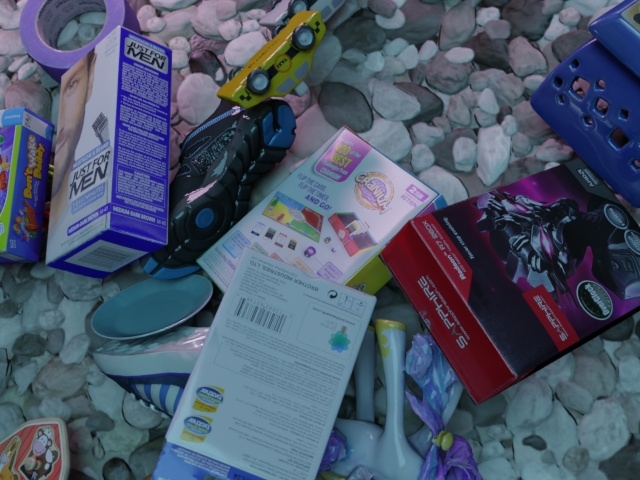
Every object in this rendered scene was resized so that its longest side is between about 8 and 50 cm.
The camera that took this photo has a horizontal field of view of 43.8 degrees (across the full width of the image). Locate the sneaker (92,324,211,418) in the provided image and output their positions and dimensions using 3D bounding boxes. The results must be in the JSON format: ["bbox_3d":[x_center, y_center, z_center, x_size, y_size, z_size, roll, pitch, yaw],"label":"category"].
[{"bbox_3d":[-0.185,0.249,1.148,0.322,0.130,0.236,-6,105,38],"label":"sneaker"}]

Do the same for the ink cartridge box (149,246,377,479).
[{"bbox_3d":[-0.066,0.182,0.985,0.185,0.065,0.311,22,66,-3],"label":"ink cartridge box"}]

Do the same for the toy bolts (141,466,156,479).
[{"bbox_3d":[-0.273,0.436,1.131,0.228,0.158,0.218,-8,114,-4],"label":"toy bolts"}]

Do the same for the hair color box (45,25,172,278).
[{"bbox_3d":[-0.323,-0.133,1.226,0.185,0.110,0.339,-24,59,40],"label":"hair color box"}]

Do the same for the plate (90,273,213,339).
[{"bbox_3d":[-0.249,0.104,1.195,0.188,0.188,0.024,-11,113,5],"label":"plate"}]

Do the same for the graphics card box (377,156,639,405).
[{"bbox_3d":[0.287,0.038,1.062,0.371,0.094,0.233,-18,67,-35],"label":"graphics card box"}]

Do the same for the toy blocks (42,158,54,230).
[{"bbox_3d":[-0.417,-0.063,1.307,0.148,0.054,0.123,22,79,13],"label":"toy blocks"}]

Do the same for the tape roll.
[{"bbox_3d":[-0.414,-0.364,1.379,0.189,0.080,0.189,-2,74,7],"label":"tape roll"}]

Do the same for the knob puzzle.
[{"bbox_3d":[-0.438,0.344,1.166,0.213,0.030,0.213,-16,57,26],"label":"knob puzzle"}]

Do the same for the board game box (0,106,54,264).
[{"bbox_3d":[-0.609,-0.075,1.291,0.347,0.078,0.233,-4,74,19],"label":"board game box"}]

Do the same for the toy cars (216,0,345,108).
[{"bbox_3d":[-0.031,-0.325,1.260,0.176,0.087,0.394,-20,35,36],"label":"toy cars"}]

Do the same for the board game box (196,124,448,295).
[{"bbox_3d":[0.000,0.000,1.175,0.316,0.064,0.242,-42,48,-5],"label":"board game box"}]

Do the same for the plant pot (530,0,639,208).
[{"bbox_3d":[0.476,-0.227,1.111,0.236,0.212,0.236,-34,72,-22],"label":"plant pot"}]

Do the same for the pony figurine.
[{"bbox_3d":[0.099,0.294,1.047,0.351,0.303,0.363,1,76,42],"label":"pony figurine"}]

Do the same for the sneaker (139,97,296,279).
[{"bbox_3d":[-0.178,-0.090,1.265,0.139,0.125,0.341,30,79,38],"label":"sneaker"}]
